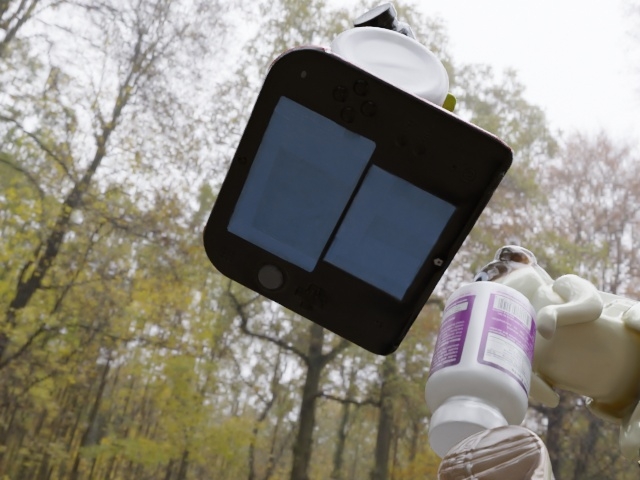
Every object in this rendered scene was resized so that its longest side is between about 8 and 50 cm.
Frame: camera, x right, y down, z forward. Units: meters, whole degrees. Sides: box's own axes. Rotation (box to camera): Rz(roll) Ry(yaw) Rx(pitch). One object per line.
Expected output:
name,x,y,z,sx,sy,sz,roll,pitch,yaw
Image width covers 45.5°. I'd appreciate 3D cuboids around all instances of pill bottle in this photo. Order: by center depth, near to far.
pill bottle,0.271,0.227,1.296,0.169,0.301,0.169,12,-47,13
pill bottle,0.068,-0.171,1.351,0.210,0.210,0.363,14,-45,-7
pill bottle,0.158,-0.390,1.644,0.122,0.123,0.219,-10,-59,37

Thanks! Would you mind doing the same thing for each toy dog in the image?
toy dog,0.493,0.165,1.527,0.408,0.395,0.285,23,-57,19

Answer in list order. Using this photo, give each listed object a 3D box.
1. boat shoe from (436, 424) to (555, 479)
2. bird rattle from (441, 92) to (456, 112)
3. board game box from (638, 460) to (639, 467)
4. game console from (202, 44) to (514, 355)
boat shoe,0.200,0.301,0.762,0.123,0.123,0.342,-20,10,4
bird rattle,0.255,-0.224,1.783,0.207,0.254,0.143,-17,-14,25
board game box,0.569,0.341,1.087,0.048,0.141,0.170,61,-6,-24
game console,0.032,-0.047,1.076,0.342,0.060,0.386,30,-60,5
